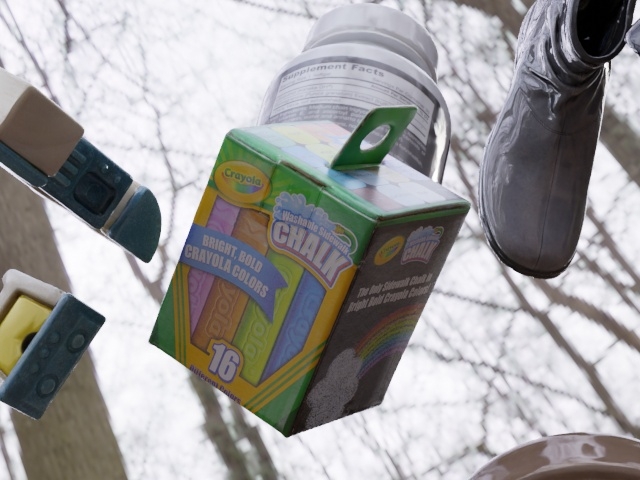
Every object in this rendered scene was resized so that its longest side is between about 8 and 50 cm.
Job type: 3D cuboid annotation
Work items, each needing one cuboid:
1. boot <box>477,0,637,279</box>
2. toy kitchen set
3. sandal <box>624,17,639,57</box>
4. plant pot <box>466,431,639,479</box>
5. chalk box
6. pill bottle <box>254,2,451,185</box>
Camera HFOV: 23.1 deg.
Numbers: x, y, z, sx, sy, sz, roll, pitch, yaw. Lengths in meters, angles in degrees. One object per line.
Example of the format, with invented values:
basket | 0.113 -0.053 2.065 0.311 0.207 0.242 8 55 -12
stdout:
boot | 0.244 -0.146 1.572 0.118 0.338 0.223 8 -16 -5
toy kitchen set | -0.191 0.005 0.954 0.166 0.122 0.207 -56 -41 -6
sandal | 0.415 -0.143 1.484 0.107 0.167 0.446 -46 -20 14
plant pot | 0.215 0.318 1.212 0.263 0.229 0.263 1 -66 3
chalk box | 0.000 0.000 1.047 0.132 0.132 0.213 -8 -55 -58
pill bottle | 0.021 -0.060 1.371 0.176 0.318 0.176 8 -42 7
